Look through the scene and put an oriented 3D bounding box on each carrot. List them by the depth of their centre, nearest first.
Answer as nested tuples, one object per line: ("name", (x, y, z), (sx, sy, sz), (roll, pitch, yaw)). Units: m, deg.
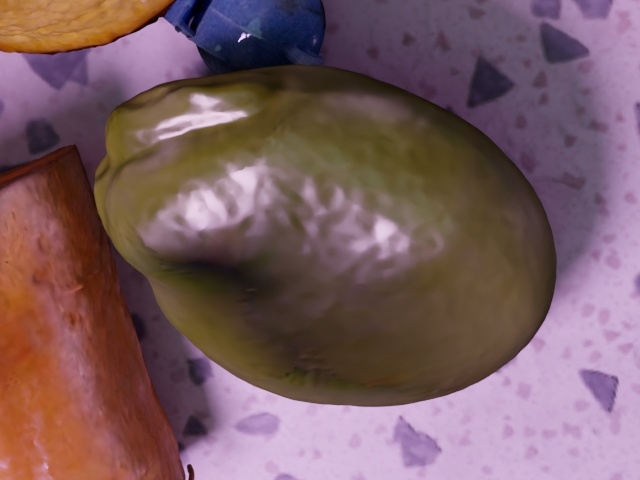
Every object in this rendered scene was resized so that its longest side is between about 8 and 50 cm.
("carrot", (-0.189, 0.089, 1.056), (0.196, 0.196, 0.254), (-22, 103, 15))

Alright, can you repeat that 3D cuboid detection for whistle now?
("whistle", (-0.049, -0.143, 1.031), (0.158, 0.090, 0.090), (42, 114, 38))

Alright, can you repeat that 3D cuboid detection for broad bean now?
("broad bean", (0.000, 0.000, 1.008), (0.291, 0.119, 0.238), (21, 128, -6))

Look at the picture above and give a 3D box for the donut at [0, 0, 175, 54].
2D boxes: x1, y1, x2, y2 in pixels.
("donut", (-0.181, -0.256, 0.974), (0.303, 0.110, 0.302), (3, 97, 21))
